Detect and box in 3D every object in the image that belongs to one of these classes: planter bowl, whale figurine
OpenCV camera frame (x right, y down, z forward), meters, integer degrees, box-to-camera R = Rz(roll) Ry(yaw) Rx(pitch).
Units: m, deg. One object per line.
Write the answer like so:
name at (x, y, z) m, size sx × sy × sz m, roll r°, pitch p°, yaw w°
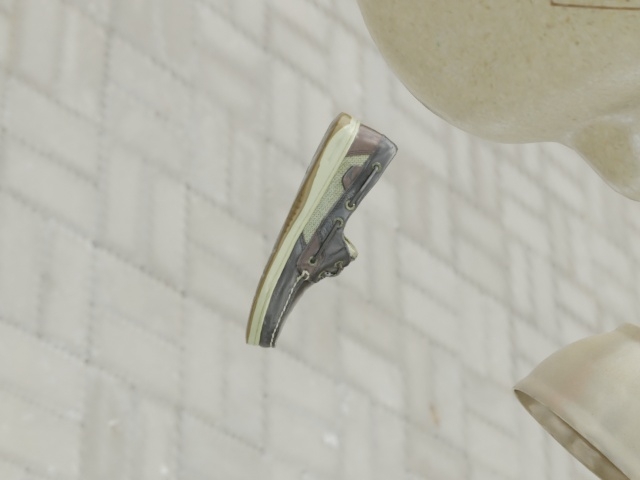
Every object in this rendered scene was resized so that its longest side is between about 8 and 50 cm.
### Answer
planter bowl at (0.256, 0.138, 1.478) m, size 0.162 × 0.109 × 0.162 m, roll 42°, pitch -7°, yaw 6°
whale figurine at (0.135, -0.123, 0.668) m, size 0.141 × 0.272 × 0.216 m, roll -23°, pitch 113°, yaw -40°

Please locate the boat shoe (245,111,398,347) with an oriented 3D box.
boat shoe at (0.000, 0.000, 1.063) m, size 0.049 × 0.152 × 0.056 m, roll 24°, pitch 8°, yaw -1°
